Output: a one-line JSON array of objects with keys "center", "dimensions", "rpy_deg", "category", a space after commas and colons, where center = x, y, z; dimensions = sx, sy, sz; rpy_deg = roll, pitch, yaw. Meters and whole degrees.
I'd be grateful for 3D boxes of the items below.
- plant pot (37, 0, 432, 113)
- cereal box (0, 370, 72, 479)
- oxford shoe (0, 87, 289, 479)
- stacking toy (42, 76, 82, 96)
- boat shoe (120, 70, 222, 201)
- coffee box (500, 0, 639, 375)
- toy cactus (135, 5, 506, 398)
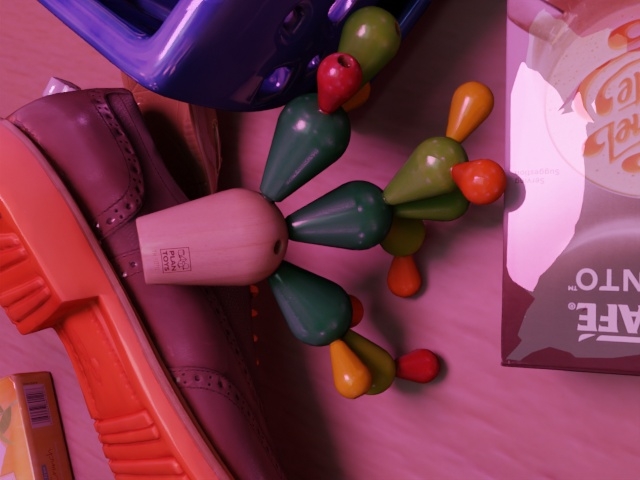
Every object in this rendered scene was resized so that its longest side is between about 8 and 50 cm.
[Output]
[{"center": [-0.038, -0.211, 0.413], "dimensions": [0.236, 0.212, 0.236], "rpy_deg": [42, 105, 22], "category": "plant pot"}, {"center": [-0.306, 0.221, 0.595], "dimensions": [0.240, 0.047, 0.173], "rpy_deg": [-20, 78, 18], "category": "cereal box"}, {"center": [-0.071, 0.074, 0.445], "dimensions": [0.130, 0.132, 0.364], "rpy_deg": [-15, 107, 50], "category": "oxford shoe"}, {"center": [-0.228, -0.032, 0.496], "dimensions": [0.052, 0.221, 0.167], "rpy_deg": [31, 98, 3], "category": "stacking toy"}, {"center": [-0.093, -0.062, 0.516], "dimensions": [0.062, 0.059, 0.170], "rpy_deg": [4, 110, 19], "category": "boat shoe"}, {"center": [0.168, -0.060, 0.365], "dimensions": [0.141, 0.098, 0.247], "rpy_deg": [0, 86, 25], "category": "coffee box"}, {"center": [0.000, 0.000, 0.383], "dimensions": [0.112, 0.180, 0.219], "rpy_deg": [-118, 23, -52], "category": "toy cactus"}]
